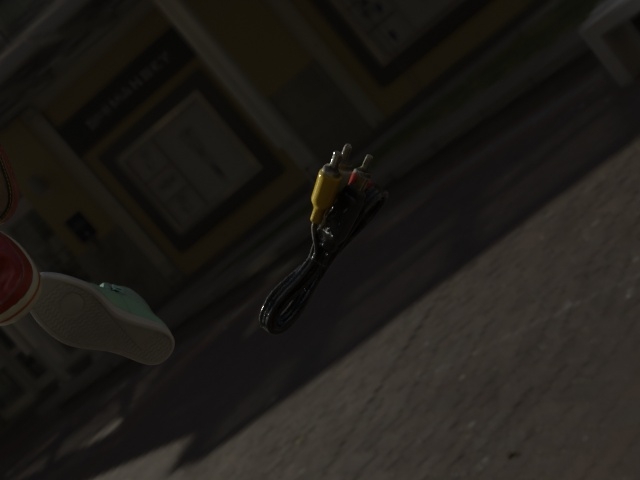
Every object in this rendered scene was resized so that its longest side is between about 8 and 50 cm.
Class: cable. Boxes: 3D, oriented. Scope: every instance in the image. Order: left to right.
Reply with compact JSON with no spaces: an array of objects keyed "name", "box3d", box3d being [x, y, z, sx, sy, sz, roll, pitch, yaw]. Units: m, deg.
[{"name":"cable","box3d":[0.000,0.000,1.564,0.139,0.072,0.287,2,-57,-57]}]

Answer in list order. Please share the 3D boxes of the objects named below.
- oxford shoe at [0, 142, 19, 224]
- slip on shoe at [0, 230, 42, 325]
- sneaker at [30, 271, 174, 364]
[{"name":"oxford shoe","box3d":[-0.546,-0.150,1.463,0.123,0.348,0.130,-45,-4,21]},{"name":"slip on shoe","box3d":[-0.480,-0.004,1.363,0.123,0.331,0.101,-50,-21,-12]},{"name":"sneaker","box3d":[-0.357,0.103,1.698,0.094,0.256,0.151,-56,35,4]}]
